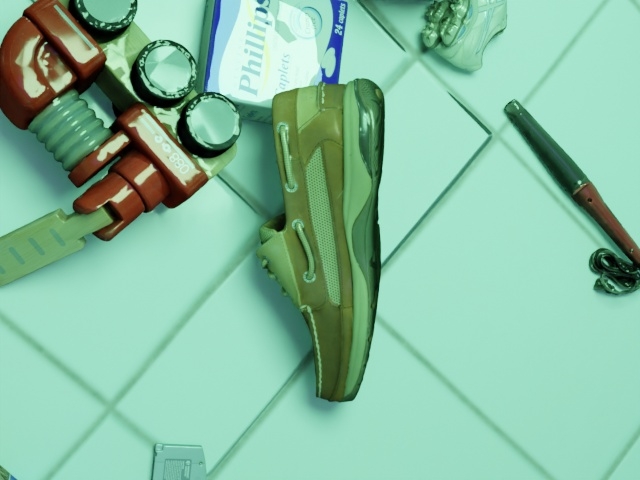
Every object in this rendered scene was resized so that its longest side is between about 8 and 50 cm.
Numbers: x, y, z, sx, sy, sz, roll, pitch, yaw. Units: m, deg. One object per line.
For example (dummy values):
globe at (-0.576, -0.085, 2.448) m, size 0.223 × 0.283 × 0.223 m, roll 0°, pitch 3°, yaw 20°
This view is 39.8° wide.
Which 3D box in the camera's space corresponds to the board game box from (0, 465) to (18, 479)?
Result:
board game box at (-0.390, 0.188, 0.703) m, size 0.291 × 0.232 × 0.141 m, roll 46°, pitch 77°, yaw -12°

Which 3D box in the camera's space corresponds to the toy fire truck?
toy fire truck at (-0.233, -0.086, 0.816) m, size 0.217 × 0.158 × 0.246 m, roll 49°, pitch 66°, yaw -11°

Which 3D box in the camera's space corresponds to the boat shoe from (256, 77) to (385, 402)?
boat shoe at (0.000, 0.000, 0.879) m, size 0.119 × 0.122 × 0.324 m, roll 3°, pitch 106°, yaw 6°

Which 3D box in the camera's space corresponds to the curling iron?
curling iron at (0.296, -0.048, 1.020) m, size 0.068 × 0.035 × 0.274 m, roll -37°, pitch 99°, yaw -15°

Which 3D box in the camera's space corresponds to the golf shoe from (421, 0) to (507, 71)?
golf shoe at (0.180, -0.271, 0.986) m, size 0.086 × 0.069 × 0.176 m, roll 34°, pitch 81°, yaw -36°

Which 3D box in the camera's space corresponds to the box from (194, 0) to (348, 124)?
box at (-0.052, -0.187, 0.898) m, size 0.137 × 0.072 × 0.126 m, roll 8°, pitch 86°, yaw -16°

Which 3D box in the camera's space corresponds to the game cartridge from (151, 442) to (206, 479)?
game cartridge at (-0.143, 0.247, 0.890) m, size 0.056 × 0.017 × 0.083 m, roll 7°, pitch 87°, yaw -13°
